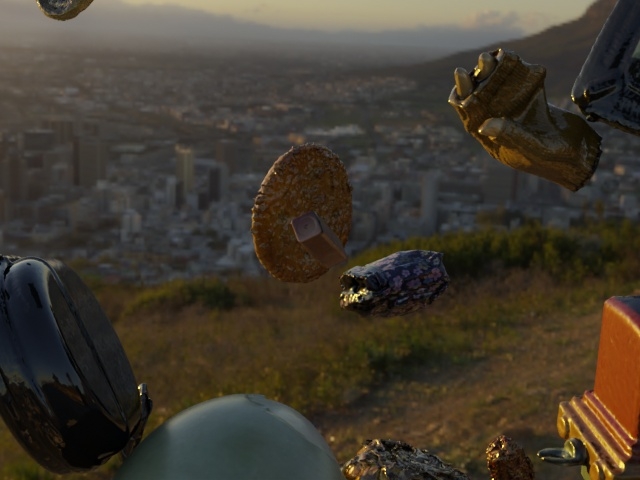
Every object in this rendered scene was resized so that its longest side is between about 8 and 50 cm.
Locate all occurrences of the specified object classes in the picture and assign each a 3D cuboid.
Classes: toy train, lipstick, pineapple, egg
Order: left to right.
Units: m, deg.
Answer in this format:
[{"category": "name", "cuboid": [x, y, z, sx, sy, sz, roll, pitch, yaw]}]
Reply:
[{"category": "egg", "cuboid": [-0.095, 0.311, 0.976, 0.278, 0.278, 0.336, 7, 42, 19]}, {"category": "lipstick", "cuboid": [0.000, 0.000, 1.477, 0.045, 0.045, 0.145, -27, -24, 8]}, {"category": "pineapple", "cuboid": [0.150, 0.545, 1.706, 0.352, 0.300, 0.352, 22, 1, -1]}, {"category": "toy train", "cuboid": [0.394, 0.169, 0.886, 0.369, 0.232, 0.163, -2, 17, -4]}]

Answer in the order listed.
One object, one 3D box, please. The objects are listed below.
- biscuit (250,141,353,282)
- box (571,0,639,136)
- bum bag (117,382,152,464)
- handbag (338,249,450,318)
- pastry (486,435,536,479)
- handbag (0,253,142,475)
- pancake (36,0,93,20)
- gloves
[{"category": "biscuit", "cuboid": [-0.023, -0.044, 1.602, 0.035, 0.254, 0.254, 11, 15, 39]}, {"category": "box", "cuboid": [0.685, -0.347, 1.726, 0.359, 0.350, 0.091, 29, 9, 34]}, {"category": "bum bag", "cuboid": [-0.365, 0.370, 1.801, 0.049, 0.198, 0.087, 10, 35, -22]}, {"category": "handbag", "cuboid": [0.140, 0.094, 1.864, 0.208, 0.127, 0.228, -14, -4, -16]}, {"category": "pastry", "cuboid": [0.362, 0.452, 1.751, 0.087, 0.169, 0.063, -4, 28, 46]}, {"category": "handbag", "cuboid": [-0.288, 0.129, 1.019, 0.093, 0.254, 0.308, -25, 0, -3]}, {"category": "pancake", "cuboid": [-0.440, -0.455, 1.607, 0.158, 0.158, 0.028, 10, -13, 31]}, {"category": "gloves", "cuboid": [0.389, -0.223, 1.766, 0.356, 0.203, 0.155, 36, -34, -24]}]
